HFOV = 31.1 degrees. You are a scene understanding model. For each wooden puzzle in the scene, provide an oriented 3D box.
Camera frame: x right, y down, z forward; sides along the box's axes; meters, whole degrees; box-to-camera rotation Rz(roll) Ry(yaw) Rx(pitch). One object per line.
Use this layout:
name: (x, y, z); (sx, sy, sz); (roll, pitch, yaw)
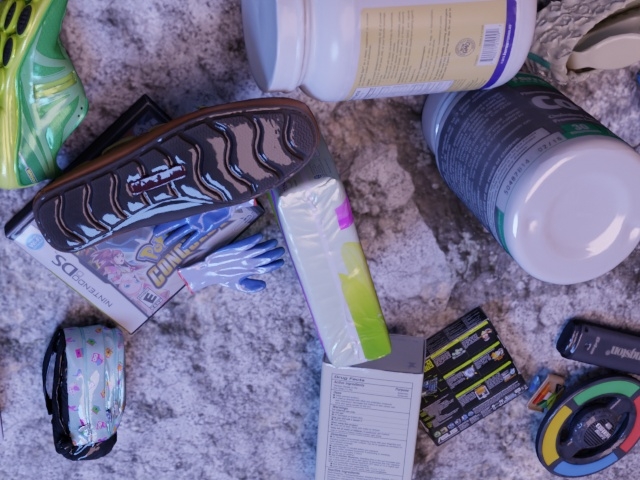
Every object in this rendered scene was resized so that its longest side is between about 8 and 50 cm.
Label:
wooden puzzle: (0.390, 0.264, 1.981); (0.116, 0.014, 0.078); (11, 111, -49)

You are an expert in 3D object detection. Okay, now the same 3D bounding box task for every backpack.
backpack: (-0.339, 0.210, 1.674); (0.115, 0.152, 0.182); (-3, 106, -23)

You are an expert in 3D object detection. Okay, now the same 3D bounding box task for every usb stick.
usb stick: (0.535, 0.194, 1.998); (0.278, 0.045, 0.077); (14, 112, -24)

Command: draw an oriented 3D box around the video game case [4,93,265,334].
video game case: (-0.258, -0.029, 1.624); (0.275, 0.035, 0.248); (-42, 121, 7)

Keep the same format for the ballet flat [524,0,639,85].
ballet flat: (0.485, -0.313, 1.662); (0.409, 0.147, 0.147); (-21, 121, -7)

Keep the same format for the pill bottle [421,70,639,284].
pill bottle: (0.277, -0.109, 1.565); (0.204, 0.361, 0.204); (-8, 119, -14)

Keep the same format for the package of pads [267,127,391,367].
package of pads: (0.000, 0.000, 1.612); (0.101, 0.229, 0.296); (-18, 120, -2)

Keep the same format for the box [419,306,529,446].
box: (0.229, 0.230, 1.918); (0.190, 0.045, 0.184); (-33, 120, 2)

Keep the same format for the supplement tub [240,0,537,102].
supplement tub: (0.080, -0.302, 1.470); (0.331, 0.241, 0.241); (-6, 119, -15)

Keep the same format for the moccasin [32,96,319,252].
moccasin: (-0.182, -0.091, 1.488); (0.380, 0.147, 0.139); (-25, 109, 13)

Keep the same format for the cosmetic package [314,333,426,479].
cosmetic package: (0.076, 0.304, 1.838); (0.160, 0.113, 0.309); (7, 116, 5)

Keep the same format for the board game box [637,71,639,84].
board game box: (0.682, -0.185, 1.820); (0.308, 0.086, 0.302); (-26, 122, -4)

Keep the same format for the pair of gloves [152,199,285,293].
pair of gloves: (-0.143, 0.001, 1.627); (0.159, 0.023, 0.198); (-19, 119, 8)

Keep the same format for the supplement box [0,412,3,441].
supplement box: (-0.582, 0.236, 1.637); (0.239, 0.073, 0.130); (-7, 118, -16)

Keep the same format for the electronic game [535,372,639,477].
electronic game: (0.486, 0.331, 2.044); (0.229, 0.048, 0.229); (-11, 124, -16)

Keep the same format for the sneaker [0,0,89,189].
sneaker: (-0.358, -0.207, 1.471); (0.123, 0.109, 0.295); (-3, 121, -36)
